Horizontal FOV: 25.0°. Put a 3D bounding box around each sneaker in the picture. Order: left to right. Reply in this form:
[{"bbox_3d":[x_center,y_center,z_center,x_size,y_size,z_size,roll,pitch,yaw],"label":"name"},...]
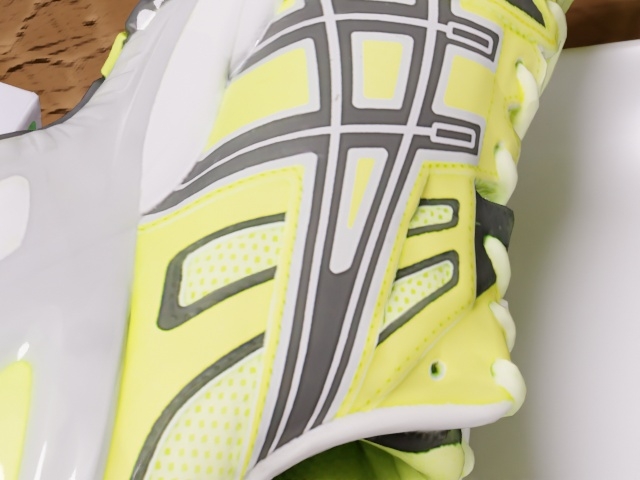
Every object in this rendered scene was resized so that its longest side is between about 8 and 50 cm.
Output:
[{"bbox_3d":[0.000,0.000,0.414,0.147,0.145,0.385,34,61,11],"label":"sneaker"}]

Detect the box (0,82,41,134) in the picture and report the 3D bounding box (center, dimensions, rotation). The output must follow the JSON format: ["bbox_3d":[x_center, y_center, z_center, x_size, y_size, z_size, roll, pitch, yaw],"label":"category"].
[{"bbox_3d":[-0.248,0.042,0.471,0.231,0.127,0.262,19,48,3],"label":"box"}]

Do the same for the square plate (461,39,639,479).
[{"bbox_3d":[0.054,0.072,0.423,0.344,0.049,0.347,-5,46,22],"label":"square plate"}]
